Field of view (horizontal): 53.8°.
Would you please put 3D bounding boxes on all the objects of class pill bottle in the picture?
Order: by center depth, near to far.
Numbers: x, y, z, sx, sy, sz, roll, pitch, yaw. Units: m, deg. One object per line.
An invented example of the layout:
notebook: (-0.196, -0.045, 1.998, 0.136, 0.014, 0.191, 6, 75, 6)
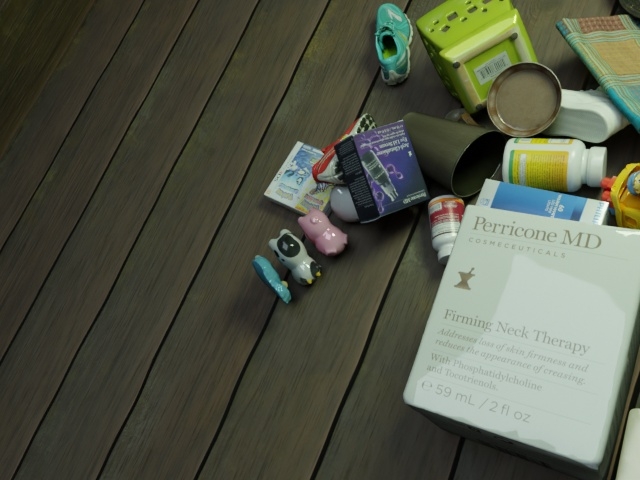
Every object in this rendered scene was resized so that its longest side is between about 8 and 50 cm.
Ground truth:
pill bottle: (0.526, -0.169, 1.420, 0.208, 0.117, 0.117, 6, 69, 29)
pill bottle: (0.301, -0.023, 1.480, 0.086, 0.086, 0.152, -12, 62, 21)

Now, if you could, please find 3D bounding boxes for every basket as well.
basket: (0.296, -0.222, 1.540, 0.204, 0.154, 0.227, -32, 43, -29)

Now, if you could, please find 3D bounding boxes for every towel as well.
towel: (0.721, -0.380, 1.394, 0.272, 0.040, 0.370, -9, 57, -15)

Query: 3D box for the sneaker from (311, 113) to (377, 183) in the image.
sneaker: (0.063, -0.242, 1.649, 0.118, 0.107, 0.279, -3, 33, 37)

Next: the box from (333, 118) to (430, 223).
box: (0.147, -0.164, 1.516, 0.153, 0.108, 0.207, -22, 92, -24)

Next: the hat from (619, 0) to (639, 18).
hat: (0.869, -0.632, 1.464, 0.331, 0.134, 0.331, -19, 61, 39)

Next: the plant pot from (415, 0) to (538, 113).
plant pot: (0.391, -0.459, 1.531, 0.228, 0.227, 0.207, -27, 40, 15)

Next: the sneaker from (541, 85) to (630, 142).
sneaker: (0.608, -0.313, 1.471, 0.169, 0.108, 0.292, -24, 34, -18)

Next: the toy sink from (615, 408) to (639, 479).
toy sink: (0.594, 0.428, 1.089, 0.153, 0.131, 0.234, 10, 76, 30)

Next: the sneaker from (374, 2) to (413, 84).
sneaker: (0.202, -0.573, 1.782, 0.107, 0.110, 0.275, -14, 60, 20)

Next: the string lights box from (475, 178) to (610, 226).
string lights box: (0.483, -0.050, 1.373, 0.260, 0.133, 0.076, 16, 74, 32)

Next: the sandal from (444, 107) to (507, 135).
sandal: (0.397, -0.305, 1.591, 0.180, 0.049, 0.072, 16, 75, 32)

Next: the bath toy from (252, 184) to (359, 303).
bath toy: (0.000, 0.000, 1.591, 0.348, 0.151, 0.129, -44, 38, -8)

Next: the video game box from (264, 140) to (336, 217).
video game box: (-0.029, -0.161, 1.736, 0.205, 0.048, 0.187, 25, 81, 33)

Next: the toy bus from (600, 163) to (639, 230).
toy bus: (0.654, -0.085, 1.261, 0.211, 0.220, 0.149, 32, 80, 40)

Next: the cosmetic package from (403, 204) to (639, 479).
cosmetic package: (0.401, 0.195, 1.179, 0.329, 0.327, 0.393, 11, 71, 31)

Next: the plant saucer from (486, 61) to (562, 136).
plant saucer: (0.467, -0.321, 1.445, 0.168, 0.029, 0.168, 4, 98, 32)
